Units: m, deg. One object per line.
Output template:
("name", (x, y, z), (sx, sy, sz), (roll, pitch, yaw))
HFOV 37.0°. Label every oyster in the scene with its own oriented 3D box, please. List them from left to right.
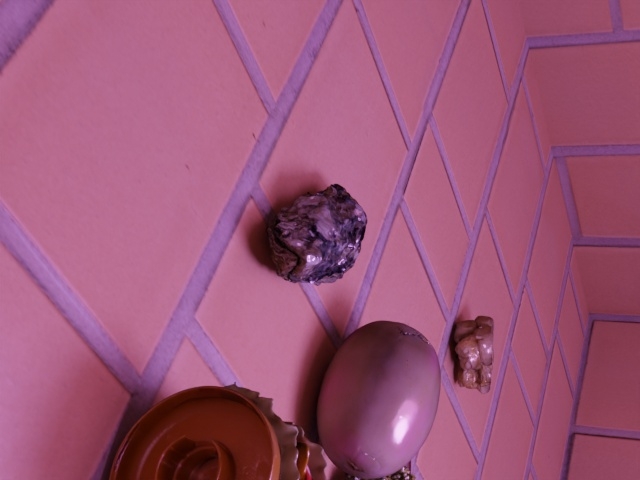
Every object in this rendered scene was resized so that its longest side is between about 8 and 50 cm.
("oyster", (-0.003, -0.002, 1.671), (0.162, 0.158, 0.351), (52, 17, -1))

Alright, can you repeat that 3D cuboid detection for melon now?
("melon", (0.111, 0.292, 1.804), (0.317, 0.223, 0.223), (-64, 144, -38))

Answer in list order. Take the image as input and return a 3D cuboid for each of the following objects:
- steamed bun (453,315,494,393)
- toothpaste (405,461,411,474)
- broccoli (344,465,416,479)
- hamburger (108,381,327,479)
("steamed bun", (0.406, 0.290, 2.537), (0.192, 0.106, 0.177), (-72, 161, -49))
("toothpaste", (0.171, 0.443, 2.116), (0.100, 0.066, 0.323), (29, 61, -55))
("broccoli", (0.138, 0.560, 1.910), (0.273, 0.180, 0.242), (1, 96, -63))
("hamburger", (-0.124, 0.338, 1.282), (0.212, 0.274, 0.274), (50, 47, -51))
